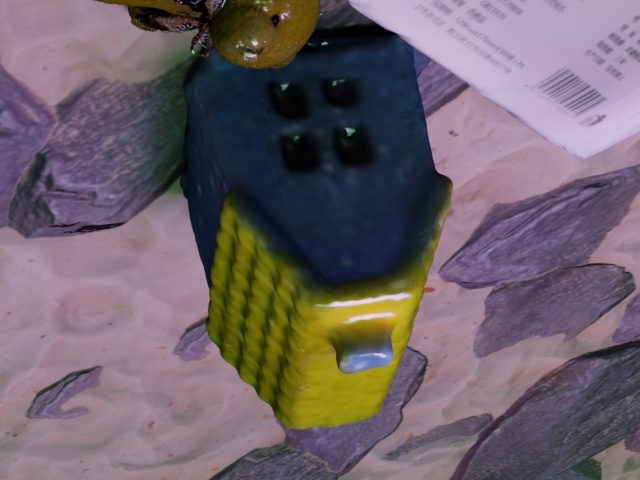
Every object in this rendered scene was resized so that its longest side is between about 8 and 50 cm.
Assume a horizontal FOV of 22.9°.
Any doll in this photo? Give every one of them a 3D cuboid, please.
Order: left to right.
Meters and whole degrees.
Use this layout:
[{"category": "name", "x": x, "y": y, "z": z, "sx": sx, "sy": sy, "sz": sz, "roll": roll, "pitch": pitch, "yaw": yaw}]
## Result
[{"category": "doll", "x": -0.093, "y": -0.180, "z": 1.186, "sx": 0.209, "sy": 0.097, "sz": 0.137, "roll": 7, "pitch": 148, "yaw": -25}]

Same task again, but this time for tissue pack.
[{"category": "tissue pack", "x": 0.178, "y": -0.232, "z": 1.127, "sx": 0.266, "sy": 0.194, "sz": 0.356, "roll": -33, "pitch": 146, "yaw": 23}]

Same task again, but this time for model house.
[{"category": "model house", "x": 0.000, "y": 0.000, "z": 1.331, "sx": 0.215, "sy": 0.303, "sz": 0.237, "roll": -3, "pitch": 148, "yaw": -9}]
